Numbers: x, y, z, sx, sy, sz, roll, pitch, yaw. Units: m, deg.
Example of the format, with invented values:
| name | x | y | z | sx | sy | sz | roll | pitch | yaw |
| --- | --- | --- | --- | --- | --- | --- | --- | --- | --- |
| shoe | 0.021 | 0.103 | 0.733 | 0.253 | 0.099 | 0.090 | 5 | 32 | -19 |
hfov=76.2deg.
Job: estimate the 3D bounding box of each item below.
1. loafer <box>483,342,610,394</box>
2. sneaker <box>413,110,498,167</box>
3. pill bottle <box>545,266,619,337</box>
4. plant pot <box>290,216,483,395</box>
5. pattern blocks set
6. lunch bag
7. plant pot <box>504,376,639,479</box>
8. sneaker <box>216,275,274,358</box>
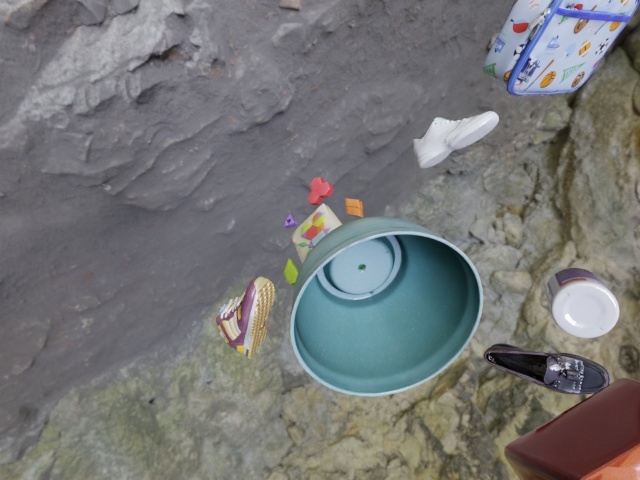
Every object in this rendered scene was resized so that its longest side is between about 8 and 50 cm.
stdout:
| name | x | y | z | sx | sy | sz | roll | pitch | yaw |
| --- | --- | --- | --- | --- | --- | --- | --- | --- | --- |
| loafer | 0.597 | 0.349 | 1.105 | 0.303 | 0.108 | 0.095 | 3 | 174 | 42 |
| sneaker | 0.308 | -0.260 | 0.969 | 0.212 | 0.094 | 0.080 | -28 | 163 | 39 |
| pill bottle | 0.518 | 0.114 | 0.824 | 0.108 | 0.108 | 0.193 | -45 | 169 | 24 |
| plant pot | 0.088 | 0.080 | 0.688 | 0.293 | 0.293 | 0.196 | -41 | -155 | 11 |
| pattern blocks set | 0.000 | 0.000 | 1.055 | 0.026 | 0.325 | 0.285 | 25 | 105 | -44 |
| lunch bag | 0.496 | -0.429 | 0.842 | 0.304 | 0.114 | 0.243 | -14 | 145 | -30 |
| plant pot | 0.471 | 0.373 | 0.582 | 0.268 | 0.267 | 0.235 | -33 | 153 | 3 |
| sneaker | -0.130 | 0.119 | 0.661 | 0.069 | 0.084 | 0.185 | -52 | 163 | -49 |
